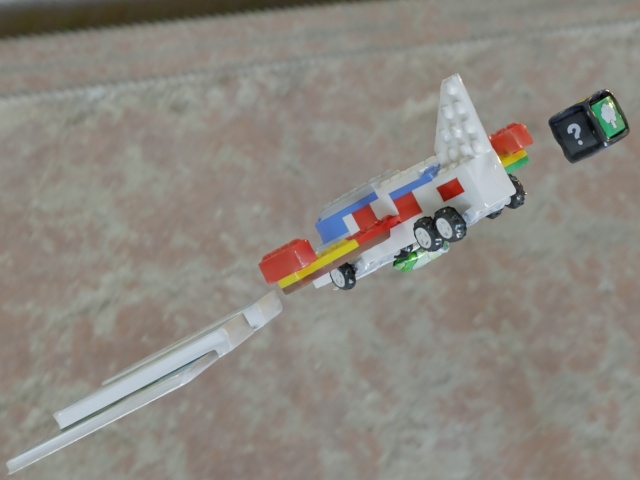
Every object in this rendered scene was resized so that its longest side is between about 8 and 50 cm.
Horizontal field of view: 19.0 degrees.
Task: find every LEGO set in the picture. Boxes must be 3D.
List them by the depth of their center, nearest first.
[{"bbox_3d":[0.000,0.000,0.729,0.060,0.244,0.182,62,12,-1],"label":"LEGO set"}]
